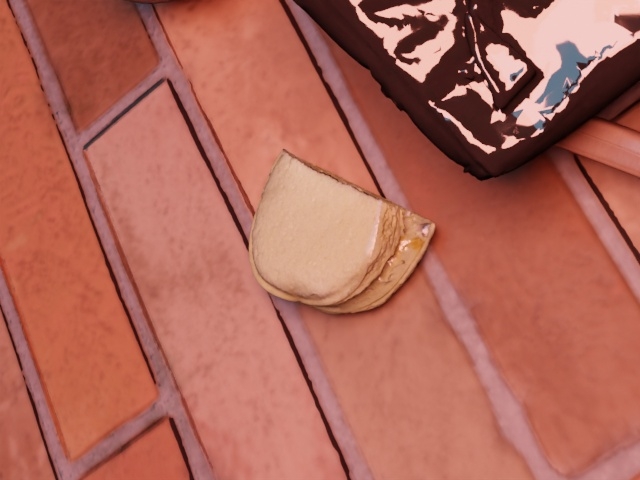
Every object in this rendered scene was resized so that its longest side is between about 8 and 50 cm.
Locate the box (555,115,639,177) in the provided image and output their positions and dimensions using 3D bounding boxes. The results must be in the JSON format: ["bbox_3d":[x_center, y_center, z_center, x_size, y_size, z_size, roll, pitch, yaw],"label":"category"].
[{"bbox_3d":[0.156,-0.055,0.766,0.115,0.048,0.025,26,97,35],"label":"box"}]

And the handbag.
[{"bbox_3d":[0.109,-0.194,0.717,0.275,0.088,0.244,-43,87,13],"label":"handbag"}]

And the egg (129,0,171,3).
[{"bbox_3d":[-0.088,-0.247,0.917,0.199,0.146,0.146,-47,57,20],"label":"egg"}]

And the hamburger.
[{"bbox_3d":[0.002,0.001,0.848,0.121,0.054,0.084,31,98,37],"label":"hamburger"}]
